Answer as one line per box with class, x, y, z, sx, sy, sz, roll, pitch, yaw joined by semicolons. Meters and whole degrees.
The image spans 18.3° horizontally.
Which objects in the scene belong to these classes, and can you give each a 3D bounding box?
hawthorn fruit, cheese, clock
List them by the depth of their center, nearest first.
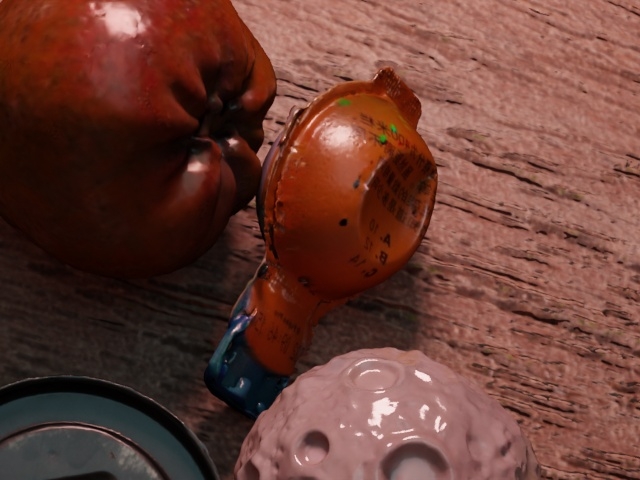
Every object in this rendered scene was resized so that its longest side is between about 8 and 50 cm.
clock;-0.209;0.250;1.619;0.280;0.055;0.281;2;70;-7
hawthorn fruit;-0.196;-0.112;1.687;0.298;0.277;0.277;7;63;22
cheese;0.000;0.000;1.733;0.129;0.217;0.329;18;74;39

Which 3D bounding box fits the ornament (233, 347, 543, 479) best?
ornament;0.050;0.219;1.606;0.259;0.259;0.225;41;71;3
